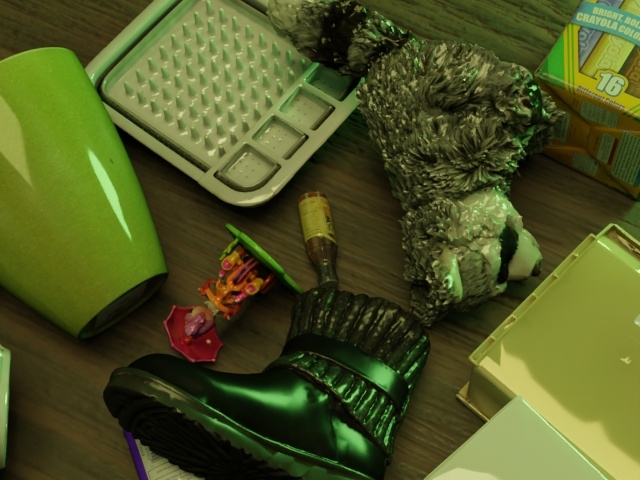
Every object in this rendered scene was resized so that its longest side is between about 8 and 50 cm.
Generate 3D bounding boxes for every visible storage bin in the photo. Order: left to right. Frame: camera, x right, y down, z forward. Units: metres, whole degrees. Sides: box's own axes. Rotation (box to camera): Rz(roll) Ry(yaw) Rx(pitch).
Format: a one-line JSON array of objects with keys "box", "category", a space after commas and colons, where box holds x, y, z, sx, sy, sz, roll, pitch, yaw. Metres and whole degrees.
[{"box": [0.343, 0.157, 1.423, 0.262, 0.123, 0.260, 41, 71, 21], "category": "storage bin"}]

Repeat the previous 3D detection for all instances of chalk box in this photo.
[{"box": [0.410, -0.234, 1.587, 0.179, 0.180, 0.289, 29, 69, 17], "category": "chalk box"}]

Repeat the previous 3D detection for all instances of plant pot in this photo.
[{"box": [-0.324, -0.035, 1.507, 0.275, 0.275, 0.293, -36, 83, -14], "category": "plant pot"}]

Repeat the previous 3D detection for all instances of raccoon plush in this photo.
[{"box": [0.082, -0.092, 1.529, 0.446, 0.216, 0.299, 25, 78, 21], "category": "raccoon plush"}]

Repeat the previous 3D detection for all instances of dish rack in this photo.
[{"box": [-0.123, -0.201, 1.662, 0.333, 0.072, 0.285, 35, 71, 19], "category": "dish rack"}]

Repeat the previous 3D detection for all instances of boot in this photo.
[{"box": [-0.051, 0.148, 1.384, 0.348, 0.131, 0.260, 29, 55, -18], "category": "boot"}]

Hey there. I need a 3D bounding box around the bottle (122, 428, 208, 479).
[{"box": [-0.132, 0.300, 1.393, 0.118, 0.092, 0.283, -18, 64, -13], "category": "bottle"}]

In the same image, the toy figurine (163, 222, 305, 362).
[{"box": [-0.118, 0.077, 1.483, 0.130, 0.173, 0.159, 42, 85, 3], "category": "toy figurine"}]

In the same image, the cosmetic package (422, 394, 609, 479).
[{"box": [0.276, 0.361, 1.282, 0.155, 0.197, 0.365, -39, 68, -16], "category": "cosmetic package"}]

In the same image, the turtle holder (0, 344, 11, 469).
[{"box": [-0.474, 0.174, 1.426, 0.227, 0.243, 0.320, 2, 22, -12], "category": "turtle holder"}]

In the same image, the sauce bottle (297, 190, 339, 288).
[{"box": [0.000, 0.000, 1.569, 0.042, 0.042, 0.128, -10, 65, -2], "category": "sauce bottle"}]
